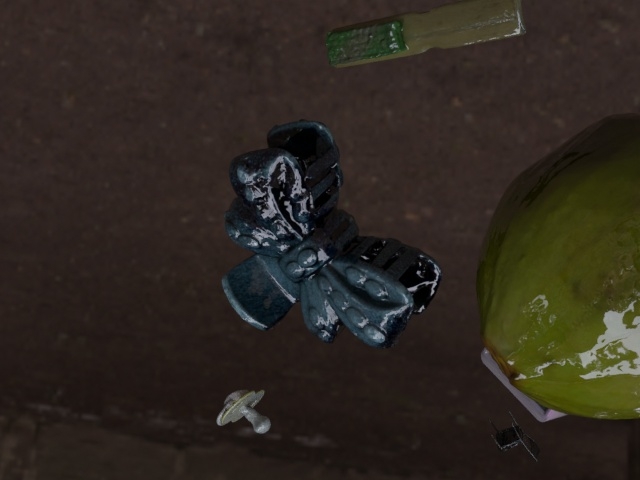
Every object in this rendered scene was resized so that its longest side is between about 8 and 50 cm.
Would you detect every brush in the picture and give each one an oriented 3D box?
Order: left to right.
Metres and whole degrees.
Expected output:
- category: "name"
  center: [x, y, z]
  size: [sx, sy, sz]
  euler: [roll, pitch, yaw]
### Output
- category: "brush"
  center: [0.120, -0.258, 1.581]
  size: [0.282, 0.054, 0.048]
  euler: [-5, -169, 36]

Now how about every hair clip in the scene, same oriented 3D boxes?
- category: "hair clip"
  center: [-0.001, 0.005, 1.641]
  size: [0.310, 0.194, 0.206]
  euler: [52, 130, -3]

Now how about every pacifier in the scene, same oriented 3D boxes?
- category: "pacifier"
  center: [-0.093, 0.222, 1.621]
  size: [0.064, 0.068, 0.083]
  euler: [43, -173, 16]

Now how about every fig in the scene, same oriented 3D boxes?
- category: "fig"
  center: [0.322, 0.040, 1.398]
  size: [0.343, 0.343, 0.343]
  euler: [4, 158, 2]

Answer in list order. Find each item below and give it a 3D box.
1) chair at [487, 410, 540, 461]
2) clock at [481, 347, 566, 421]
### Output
- category: "chair"
  center: [0.262, 0.272, 1.749]
  size: [0.042, 0.037, 0.086]
  euler: [-28, 123, 21]
- category: "clock"
  center: [0.327, 0.138, 1.811]
  size: [0.063, 0.150, 0.197]
  euler: [-9, 136, -43]
